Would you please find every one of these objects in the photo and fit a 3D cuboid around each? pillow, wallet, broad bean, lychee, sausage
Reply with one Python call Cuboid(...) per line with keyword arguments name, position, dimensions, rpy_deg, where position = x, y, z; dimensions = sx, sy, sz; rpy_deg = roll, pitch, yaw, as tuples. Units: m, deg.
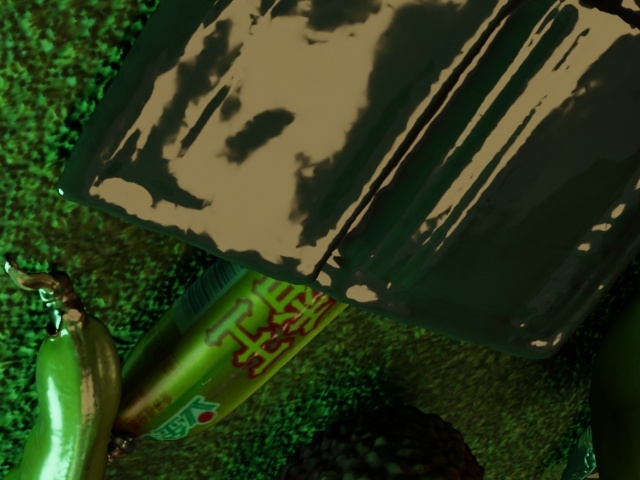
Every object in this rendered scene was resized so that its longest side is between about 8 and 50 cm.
Cuboid(name="pillow", position=(0.250, 0.161, 1.566), dimensions=(0.090, 0.048, 0.150), rpy_deg=(-8, 138, -37))
Cuboid(name="wallet", position=(0.063, -0.068, 0.938), dimensions=(0.323, 0.041, 0.247), rpy_deg=(20, 117, -32))
Cuboid(name="broad bean", position=(-0.152, 0.131, 1.067), dimensions=(0.067, 0.075, 0.325), rpy_deg=(-37, 154, -44))
Cuboid(name="lychee", position=(0.035, 0.205, 1.286), dimensions=(0.188, 0.188, 0.188), rpy_deg=(-27, 150, -17))
Cuboid(name="sausage", position=(0.000, 0.000, 1.041), dimensions=(0.371, 0.082, 0.082), rpy_deg=(-44, 150, 15))

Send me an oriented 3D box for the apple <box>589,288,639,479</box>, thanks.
Cuboid(name="apple", position=(0.322, 0.110, 1.383), dimensions=(0.295, 0.233, 0.258), rpy_deg=(-41, -179, -25))
